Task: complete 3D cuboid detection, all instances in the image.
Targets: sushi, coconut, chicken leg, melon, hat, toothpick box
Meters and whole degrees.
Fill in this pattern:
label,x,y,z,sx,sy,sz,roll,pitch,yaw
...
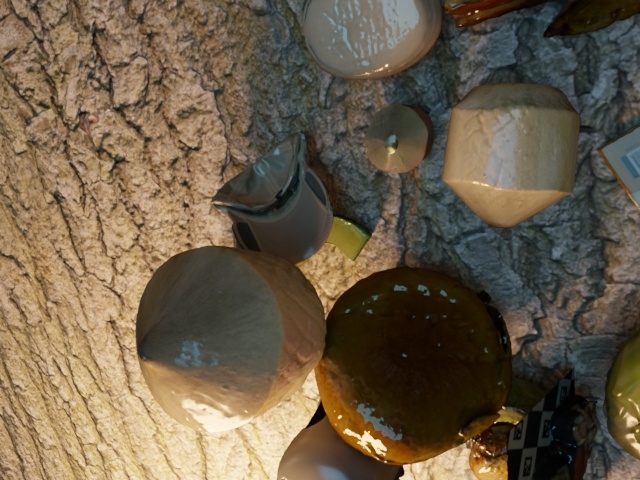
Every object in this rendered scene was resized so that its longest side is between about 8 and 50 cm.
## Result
label,x,y,z,sx,sy,sz,roll,pitch,yaw
sushi,0.396,0.395,0.841,0.059,0.292,0.293,5,107,45
coconut,0.135,-0.176,0.888,0.116,0.122,0.116,6,106,20
chicken leg,0.312,0.415,0.909,0.107,0.087,0.251,6,129,11
melon,0.000,0.000,1.027,0.210,0.064,0.117,4,105,19
coconut,0.291,-0.127,0.799,0.202,0.202,0.221,6,101,21
hat,-0.070,-0.070,0.985,0.220,0.164,0.226,-34,90,6
coconut,-0.158,0.148,0.813,0.329,0.329,0.328,6,106,21
toothpick box,0.055,0.423,0.975,0.229,0.316,0.228,6,107,20

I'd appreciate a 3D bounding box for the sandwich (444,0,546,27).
label,x,y,z,sx,sy,sz,roll,pitch,yaw
sandwich,0.289,-0.506,0.735,0.262,0.131,0.325,-7,104,25

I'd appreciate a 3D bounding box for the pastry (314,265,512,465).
label,x,y,z,sx,sy,sz,roll,pitch,yaw
pastry,0.158,0.209,0.892,0.356,0.164,0.355,1,70,-2

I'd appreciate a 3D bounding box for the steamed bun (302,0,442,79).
label,x,y,z,sx,sy,sz,roll,pitch,yaw
steamed bun,0.088,-0.364,0.853,0.228,0.130,0.177,-2,113,21

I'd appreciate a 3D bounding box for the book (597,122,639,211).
label,x,y,z,sx,sy,sz,roll,pitch,yaw
book,0.604,-0.078,0.779,0.208,0.020,0.295,-34,90,26

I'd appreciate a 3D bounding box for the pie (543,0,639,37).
label,x,y,z,sx,sy,sz,roll,pitch,yaw
pie,0.425,-0.342,0.745,0.191,0.088,0.033,-11,71,25

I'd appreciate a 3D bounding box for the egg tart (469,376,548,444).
label,x,y,z,sx,sy,sz,roll,pitch,yaw
egg tart,0.351,0.345,0.964,0.197,0.078,0.197,6,107,20

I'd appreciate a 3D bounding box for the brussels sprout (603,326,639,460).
label,x,y,z,sx,sy,sz,roll,pitch,yaw
brussels sprout,0.600,0.228,0.747,0.328,0.247,0.327,9,106,36
